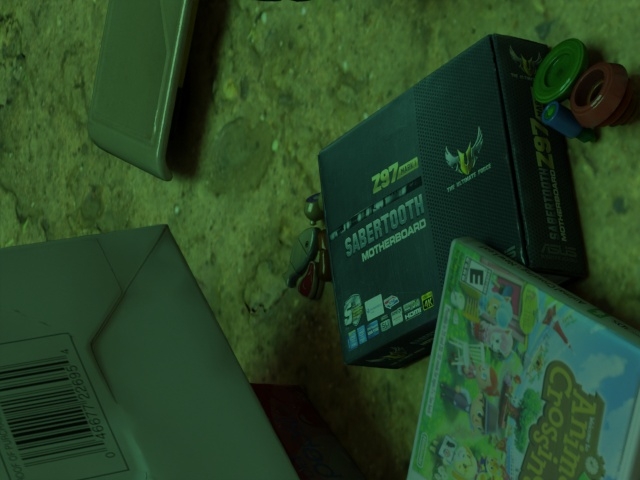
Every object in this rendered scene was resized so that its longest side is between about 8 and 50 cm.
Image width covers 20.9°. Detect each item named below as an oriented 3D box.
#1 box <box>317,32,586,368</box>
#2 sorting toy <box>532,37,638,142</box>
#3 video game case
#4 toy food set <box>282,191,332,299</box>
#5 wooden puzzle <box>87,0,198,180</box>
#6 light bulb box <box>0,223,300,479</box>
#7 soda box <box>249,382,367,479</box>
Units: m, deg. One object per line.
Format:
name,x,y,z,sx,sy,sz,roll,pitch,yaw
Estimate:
box,0.091,-0.023,1.301,0.232,0.059,0.183,-31,59,49
sorting toy,0.185,-0.098,1.197,0.061,0.042,0.102,-57,26,8
video game case,0.140,0.130,1.172,0.193,0.023,0.212,32,121,44
toy food set,0.000,0.000,1.471,0.078,0.019,0.122,51,126,48
wooden puzzle,-0.173,-0.192,1.739,0.221,0.044,0.239,-154,69,-62
light bulb box,-0.186,0.245,1.371,0.358,0.225,0.361,60,146,37
soda box,-0.013,0.220,1.384,0.263,0.092,0.083,50,127,48
